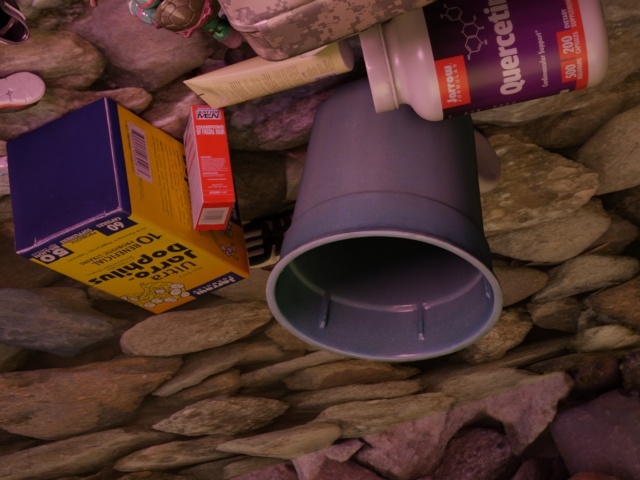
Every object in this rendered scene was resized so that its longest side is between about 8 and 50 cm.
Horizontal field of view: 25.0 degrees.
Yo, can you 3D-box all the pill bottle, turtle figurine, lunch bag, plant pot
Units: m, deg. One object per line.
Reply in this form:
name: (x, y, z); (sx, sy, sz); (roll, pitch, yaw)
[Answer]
pill bottle: (0.221, -0.269, 1.979); (0.323, 0.181, 0.181); (-13, 155, 3)
turtle figurine: (-0.173, -0.311, 1.818); (0.175, 0.118, 0.234); (-30, 155, 35)
pill bottle: (0.188, -0.094, 2.417); (0.117, 0.117, 0.215); (14, 145, -43)
lunch bag: (-0.001, -0.375, 1.622); (0.305, 0.212, 0.256); (-18, 156, 14)
plant pot: (0.102, -0.045, 2.166); (0.341, 0.334, 0.341); (3, 144, 2)

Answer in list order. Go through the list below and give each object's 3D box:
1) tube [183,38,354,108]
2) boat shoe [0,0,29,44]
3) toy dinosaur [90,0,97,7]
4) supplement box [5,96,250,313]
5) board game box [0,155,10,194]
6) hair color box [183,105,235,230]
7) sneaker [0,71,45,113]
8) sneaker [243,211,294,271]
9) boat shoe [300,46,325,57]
tube: (-0.072, -0.242, 2.075); (0.240, 0.062, 0.070); (-16, 112, 21)
boat shoe: (-0.415, -0.299, 1.760); (0.075, 0.065, 0.206); (-51, 158, -4)
toy dinosaur: (-0.217, -0.374, 1.524); (0.127, 0.200, 0.295); (-15, 125, -51)
supplement box: (-0.291, -0.044, 2.235); (0.194, 0.195, 0.356); (-22, 154, 23)
board game box: (-0.494, -0.100, 2.239); (0.090, 0.020, 0.090); (-10, 156, -1)
hair color box: (-0.168, -0.110, 2.175); (0.053, 0.167, 0.093); (-3, 154, -15)
sneaker: (-0.463, -0.193, 2.010); (0.158, 0.061, 0.065); (-4, 161, -13)
sneaker: (0.000, 0.000, 2.584); (0.281, 0.106, 0.162); (-9, 163, 22)
boat shoe: (0.040, -0.347, 1.881); (0.099, 0.116, 0.319); (44, 144, -8)
